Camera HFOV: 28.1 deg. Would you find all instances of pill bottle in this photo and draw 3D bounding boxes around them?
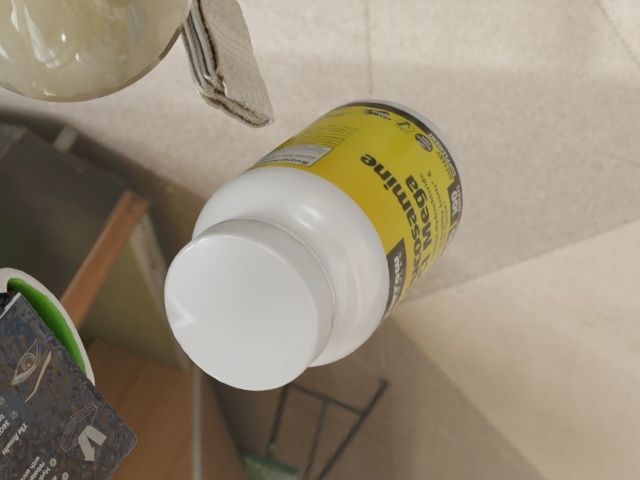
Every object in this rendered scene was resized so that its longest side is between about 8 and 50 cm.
[{"bbox_3d":[0.000,0.000,1.176,0.188,0.334,0.188,10,116,22],"label":"pill bottle"}]

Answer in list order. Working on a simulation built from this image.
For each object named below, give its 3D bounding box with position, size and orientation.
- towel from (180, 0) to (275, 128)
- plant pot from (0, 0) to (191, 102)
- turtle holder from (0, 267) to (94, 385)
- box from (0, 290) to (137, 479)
[{"bbox_3d":[-0.125,-0.251,1.643,0.049,0.187,0.282,-17,174,10],"label":"towel"},{"bbox_3d":[-0.239,-0.273,1.128,0.256,0.256,0.274,30,173,-3],"label":"plant pot"},{"bbox_3d":[-0.318,0.161,1.099,0.227,0.320,0.243,-33,129,9],"label":"turtle holder"},{"bbox_3d":[-0.237,0.145,0.892,0.093,0.156,0.158,-4,130,40],"label":"box"}]
